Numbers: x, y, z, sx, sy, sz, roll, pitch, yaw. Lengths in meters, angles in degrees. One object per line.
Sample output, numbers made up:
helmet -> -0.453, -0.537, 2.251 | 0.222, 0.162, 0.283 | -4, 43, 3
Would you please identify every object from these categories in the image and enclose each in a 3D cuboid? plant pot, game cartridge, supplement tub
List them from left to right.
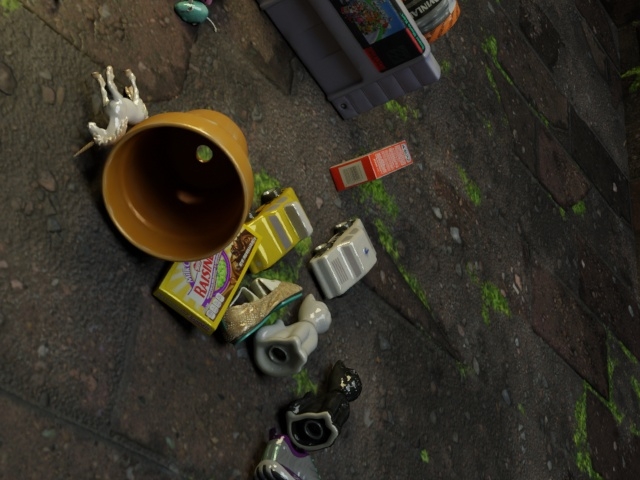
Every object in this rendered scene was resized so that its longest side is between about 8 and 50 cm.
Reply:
plant pot -> -0.184, -0.100, 1.416 | 0.205, 0.205, 0.188 | 61, 20, -18
game cartridge -> 0.047, -0.402, 1.847 | 0.355, 0.230, 0.068 | 51, 39, -30
supplement tub -> 0.161, -0.582, 2.131 | 0.316, 0.194, 0.193 | 48, 40, -32

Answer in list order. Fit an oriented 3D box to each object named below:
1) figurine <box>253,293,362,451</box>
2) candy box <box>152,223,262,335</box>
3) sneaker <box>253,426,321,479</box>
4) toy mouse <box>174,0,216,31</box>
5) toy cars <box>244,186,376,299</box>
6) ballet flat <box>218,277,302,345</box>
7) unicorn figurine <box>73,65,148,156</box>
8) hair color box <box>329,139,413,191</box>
figurine -> -0.009, 0.206, 1.632 | 0.214, 0.092, 0.209 | 67, 25, -8
candy box -> -0.166, 0.037, 1.486 | 0.105, 0.027, 0.205 | 36, 44, -12
sneaker -> -0.011, 0.382, 1.539 | 0.223, 0.083, 0.098 | 49, 36, -31
toy mouse -> -0.206, -0.413, 1.658 | 0.143, 0.031, 0.161 | 55, 37, -25
toy cars -> 0.000, 0.000, 1.723 | 0.394, 0.087, 0.176 | 22, 58, -50
ballet flat -> -0.096, 0.095, 1.559 | 0.067, 0.073, 0.206 | 56, 30, 0
unicorn figurine -> -0.290, -0.187, 1.404 | 0.162, 0.060, 0.111 | -18, 90, -57
hair color box -> 0.101, -0.147, 1.936 | 0.167, 0.093, 0.053 | -25, 97, -58
